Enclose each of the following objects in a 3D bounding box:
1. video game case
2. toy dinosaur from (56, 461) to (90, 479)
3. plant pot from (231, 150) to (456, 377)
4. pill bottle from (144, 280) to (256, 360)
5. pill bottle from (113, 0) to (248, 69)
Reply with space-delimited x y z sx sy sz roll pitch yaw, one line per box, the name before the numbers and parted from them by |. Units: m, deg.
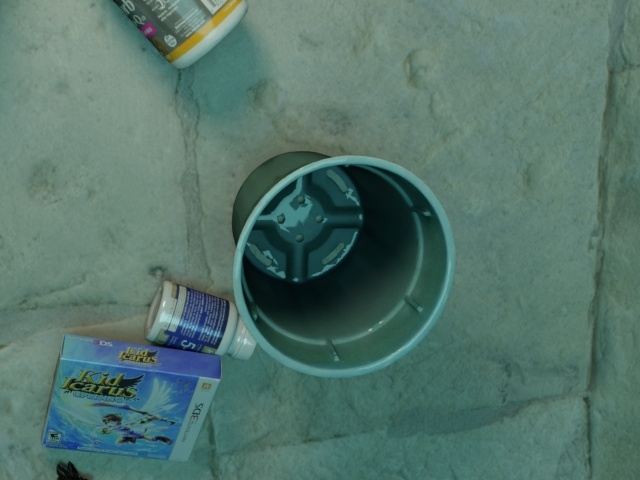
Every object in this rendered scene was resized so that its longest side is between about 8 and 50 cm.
video game case | -0.334 0.284 1.449 0.269 0.061 0.244 11 127 -17
toy dinosaur | -0.501 0.539 1.508 0.322 0.164 0.218 25 113 -38
plant pot | 0.000 0.000 1.364 0.341 0.334 0.341 -4 107 -14
pill bottle | -0.208 0.150 1.469 0.186 0.112 0.112 20 99 -18
pill bottle | -0.255 -0.417 1.274 0.162 0.162 0.278 -43 110 0
